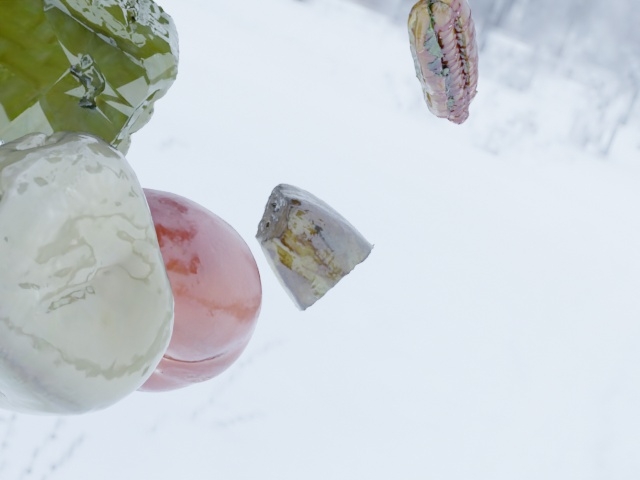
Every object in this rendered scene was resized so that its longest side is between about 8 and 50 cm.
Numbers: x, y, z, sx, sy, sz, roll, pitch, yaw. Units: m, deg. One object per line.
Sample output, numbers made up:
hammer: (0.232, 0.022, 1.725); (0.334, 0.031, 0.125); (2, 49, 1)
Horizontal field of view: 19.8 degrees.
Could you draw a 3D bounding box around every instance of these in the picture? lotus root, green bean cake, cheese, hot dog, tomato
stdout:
lotus root: (-0.004, -0.001, 2.144); (0.135, 0.095, 0.159); (42, 44, -17)
green bean cake: (-0.267, -0.147, 1.603); (0.236, 0.233, 0.124); (34, 20, -20)
cheese: (-0.203, 0.021, 1.369); (0.117, 0.218, 0.235); (5, -11, 39)
hot dog: (0.102, -0.144, 1.461); (0.038, 0.062, 0.144); (36, -22, 30)
tomato: (-0.189, 0.044, 1.838); (0.259, 0.180, 0.260); (1, -22, 0)
